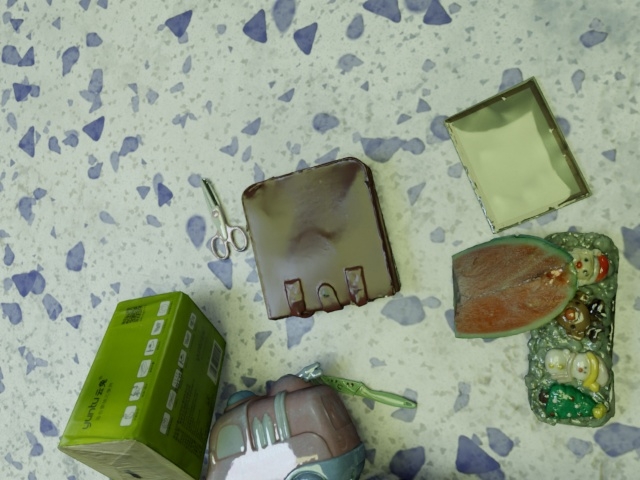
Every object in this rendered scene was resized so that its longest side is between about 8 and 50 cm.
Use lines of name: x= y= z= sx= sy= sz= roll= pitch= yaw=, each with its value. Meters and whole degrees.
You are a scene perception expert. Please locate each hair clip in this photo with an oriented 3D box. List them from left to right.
hair clip: x=0.404 y=0.145 z=0.755 sx=0.138 sy=0.091 sz=0.322 roll=2 pitch=88 yaw=20

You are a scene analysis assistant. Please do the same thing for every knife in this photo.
knife: x=0.079 y=0.283 z=0.891 sx=0.207 sy=0.014 sz=0.030 roll=9 pitch=93 yaw=18

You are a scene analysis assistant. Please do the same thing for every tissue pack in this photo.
tissue pack: x=-0.296 y=0.265 z=0.845 sx=0.167 sy=0.200 sz=0.275 roll=-11 pitch=44 yaw=15

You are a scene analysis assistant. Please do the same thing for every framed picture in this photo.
framed picture: x=0.339 y=-0.148 z=0.825 sx=0.173 sy=0.010 sz=0.231 roll=-23 pitch=82 yaw=15

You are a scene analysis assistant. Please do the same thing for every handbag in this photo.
handbag: x=0.000 y=0.000 z=0.893 sx=0.260 sy=0.084 sz=0.276 roll=-13 pitch=85 yaw=14

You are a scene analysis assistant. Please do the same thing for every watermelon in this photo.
watermelon: x=0.306 y=0.059 z=0.774 sx=0.231 sy=0.128 sz=0.146 roll=-25 pitch=38 yaw=35

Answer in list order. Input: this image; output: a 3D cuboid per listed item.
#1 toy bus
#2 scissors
toy bus: x=-0.073 y=0.370 z=0.852 sx=0.294 sy=0.197 sz=0.232 roll=-24 pitch=72 yaw=16
scissors: x=-0.213 y=-0.049 z=0.985 sx=0.085 sy=0.022 sz=0.176 roll=-24 pitch=85 yaw=17
